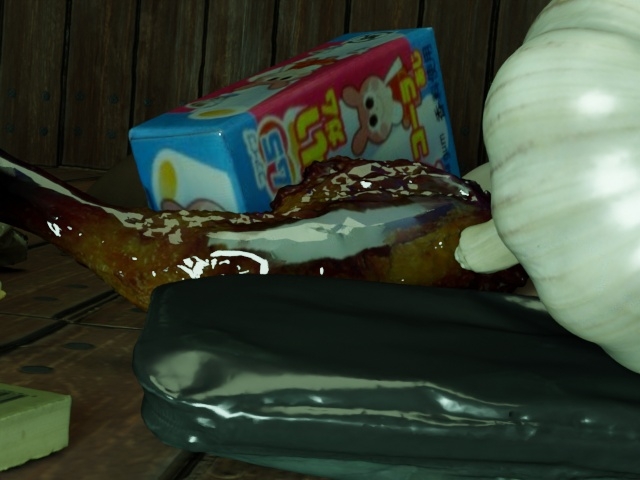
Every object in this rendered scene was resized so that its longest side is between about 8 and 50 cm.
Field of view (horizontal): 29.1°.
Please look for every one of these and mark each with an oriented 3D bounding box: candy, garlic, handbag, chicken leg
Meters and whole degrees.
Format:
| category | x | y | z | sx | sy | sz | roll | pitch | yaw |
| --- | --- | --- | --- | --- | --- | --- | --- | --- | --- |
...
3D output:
| category | x | y | z | sx | sy | sz | roll | pitch | yaw |
| --- | --- | --- | --- | --- | --- | --- | --- | --- | --- |
| candy | -0.006 | -0.061 | 0.998 | 0.100 | 0.157 | 0.306 | 2 | 22 | 37 |
| garlic | 0.145 | -0.017 | 0.590 | 0.199 | 0.199 | 0.226 | 2 | -16 | -25 |
| handbag | 0.078 | 0.072 | 0.600 | 0.332 | 0.075 | 0.191 | 8 | 10 | -5 |
| chicken leg | -0.049 | 0.002 | 0.791 | 0.406 | 0.158 | 0.096 | 5 | -34 | -11 |

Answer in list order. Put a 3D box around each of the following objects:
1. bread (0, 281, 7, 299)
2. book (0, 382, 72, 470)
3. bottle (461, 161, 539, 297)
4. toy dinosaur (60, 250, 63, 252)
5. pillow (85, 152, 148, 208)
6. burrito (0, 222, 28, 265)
| category | x | y | z | sx | sy | sz | roll | pitch | yaw |
| --- | --- | --- | --- | --- | --- | --- | --- | --- | --- |
| bread | -0.387 | -0.015 | 0.662 | 0.323 | 0.143 | 0.333 | -1 | 3 | -43 |
| book | -0.229 | 0.082 | 0.495 | 0.161 | 0.026 | 0.231 | 6 | 5 | 24 |
| bottle | 0.143 | 0.010 | 0.996 | 0.147 | 0.148 | 0.236 | 7 | 11 | 26 |
| toy dinosaur | -0.231 | 0.006 | 1.301 | 0.119 | 0.029 | 0.060 | 7 | -3 | 32 |
| pillow | -0.074 | -0.072 | 1.258 | 0.305 | 0.108 | 0.308 | -34 | 28 | -20 |
| burrito | -0.381 | -0.008 | 1.165 | 0.229 | 0.058 | 0.063 | 4 | 10 | 16 |
